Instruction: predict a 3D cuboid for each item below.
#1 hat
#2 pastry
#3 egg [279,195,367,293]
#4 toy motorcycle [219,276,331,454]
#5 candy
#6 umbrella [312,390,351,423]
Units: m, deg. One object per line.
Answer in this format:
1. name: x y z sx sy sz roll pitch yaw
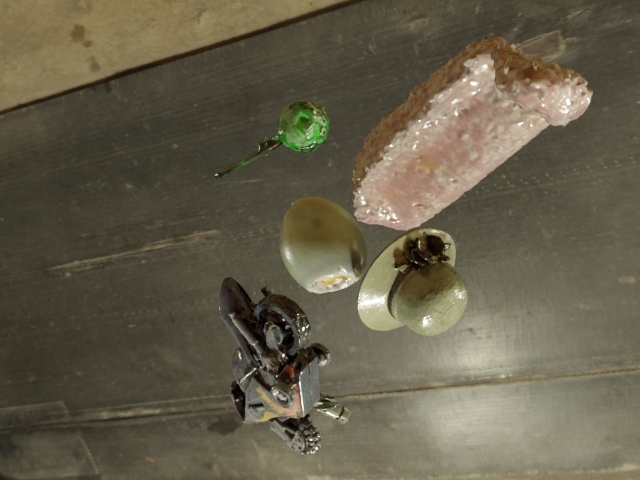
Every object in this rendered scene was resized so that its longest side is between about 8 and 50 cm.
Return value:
1. hat: 0.212 0.110 0.935 0.257 0.130 0.257 -19 128 -26
2. pastry: 0.115 -0.096 0.427 0.102 0.112 0.265 24 156 -18
3. egg: 0.000 0.000 1.034 0.183 0.183 0.217 -24 67 18
4. toy motorcycle: -0.079 0.206 0.746 0.173 0.108 0.308 12 120 32
5. candy: -0.116 -0.181 0.940 0.323 0.097 0.097 -19 106 39
6. umbrella: -0.018 0.328 0.990 0.188 0.046 0.050 34 148 -12
